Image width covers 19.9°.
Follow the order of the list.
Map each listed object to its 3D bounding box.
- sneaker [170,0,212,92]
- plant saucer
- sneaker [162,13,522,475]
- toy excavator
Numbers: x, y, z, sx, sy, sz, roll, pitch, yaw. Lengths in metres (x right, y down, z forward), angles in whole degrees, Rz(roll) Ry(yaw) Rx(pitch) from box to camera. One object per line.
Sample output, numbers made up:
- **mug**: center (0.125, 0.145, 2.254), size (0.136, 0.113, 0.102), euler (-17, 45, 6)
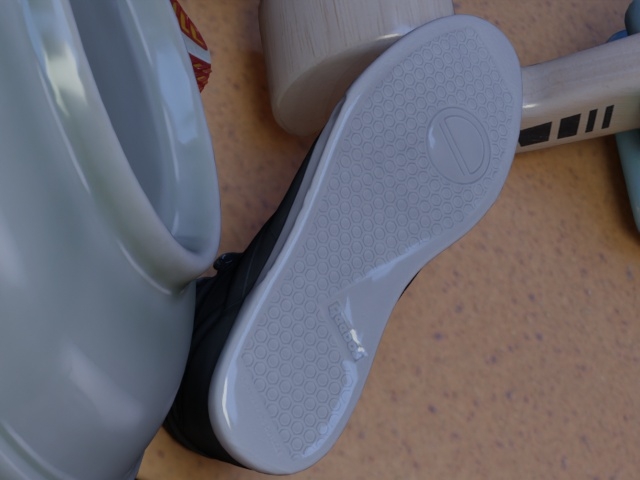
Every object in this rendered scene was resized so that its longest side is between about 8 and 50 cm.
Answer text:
- **sneaker**: center (-0.116, -0.155, 1.042), size (0.064, 0.067, 0.175), euler (-31, 125, -31)
- **plant saucer**: center (-0.128, -0.072, 0.847), size (0.400, 0.100, 0.400), euler (-17, 90, -80)
- **sneaker**: center (0.000, 0.000, 1.003), size (0.104, 0.147, 0.296), euler (39, 65, -17)
- **toy excavator**: center (0.228, -0.093, 1.194), size (0.433, 0.445, 0.222), euler (49, 28, -60)
